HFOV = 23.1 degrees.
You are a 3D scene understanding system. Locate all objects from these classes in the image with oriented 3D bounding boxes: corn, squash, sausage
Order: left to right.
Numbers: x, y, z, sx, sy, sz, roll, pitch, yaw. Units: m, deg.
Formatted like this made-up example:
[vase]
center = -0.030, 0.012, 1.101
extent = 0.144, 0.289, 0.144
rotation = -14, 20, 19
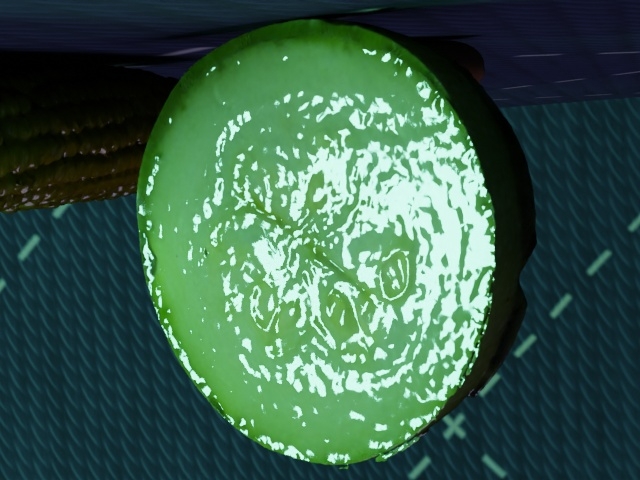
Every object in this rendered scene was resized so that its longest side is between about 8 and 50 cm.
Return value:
[corn]
center = -0.172, -0.055, 0.853
extent = 0.097, 0.097, 0.320
rotation = -2, -176, 33
[squash]
center = -0.003, 0.000, 0.761
extent = 0.219, 0.219, 0.041
rotation = -2, -176, 33
[sausage]
center = 0.057, -0.102, 0.925
extent = 0.083, 0.034, 0.034
rotation = -4, -178, -27
